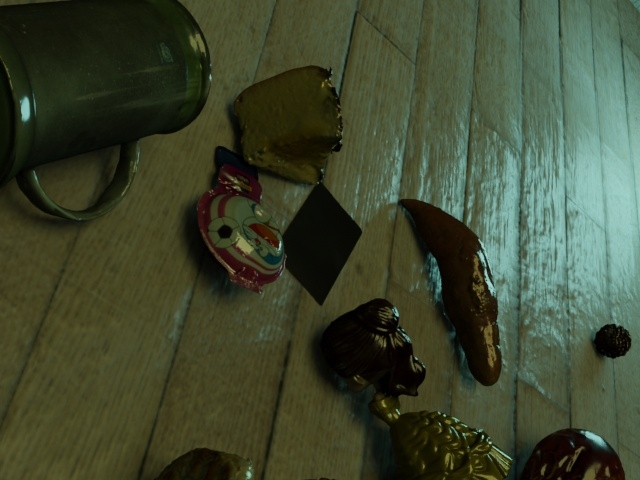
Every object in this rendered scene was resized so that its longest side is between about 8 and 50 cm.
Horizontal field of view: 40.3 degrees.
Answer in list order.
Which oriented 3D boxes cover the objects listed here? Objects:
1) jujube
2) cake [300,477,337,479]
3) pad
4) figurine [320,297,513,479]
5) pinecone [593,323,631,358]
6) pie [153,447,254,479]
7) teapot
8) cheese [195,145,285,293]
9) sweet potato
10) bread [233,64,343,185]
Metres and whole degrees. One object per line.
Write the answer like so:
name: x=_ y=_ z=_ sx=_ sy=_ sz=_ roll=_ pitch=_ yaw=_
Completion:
jujube: x=0.403 y=0.417 z=1.448 sx=0.236 sy=0.168 sz=0.168 roll=-35 pitch=96 yaw=-35
cake: x=0.049 y=0.397 z=1.046 sx=0.283 sy=0.177 sz=0.151 roll=30 pitch=50 yaw=-26
pad: x=0.000 y=0.000 z=1.345 sx=0.116 sy=0.004 sz=0.193 roll=50 pitch=40 yaw=-17
figurine: x=0.113 y=0.240 z=1.246 sx=0.187 sy=0.168 sz=0.315 roll=-35 pitch=87 yaw=-40
pinecone: x=0.626 y=0.215 z=1.857 sx=0.083 sy=0.077 sz=0.077 roll=19 pitch=56 yaw=-52
pie: x=-0.126 y=0.316 z=0.895 sx=0.084 sy=0.179 sz=0.205 roll=19 pitch=62 yaw=-34
teapot: x=-0.278 y=-0.158 z=1.001 sx=0.337 sy=0.200 sz=0.270 roll=-29 pitch=117 yaw=-52
cheese: x=-0.108 y=-0.033 z=1.201 sx=0.155 sy=0.062 sz=0.244 roll=29 pitch=39 yaw=-35
sweet potato: x=0.251 y=0.072 z=1.503 sx=0.106 sy=0.095 sz=0.354 roll=-19 pitch=78 yaw=-10
bread: x=-0.012 y=-0.171 z=1.299 sx=0.169 sy=0.160 sz=0.140 roll=16 pitch=58 yaw=-49
